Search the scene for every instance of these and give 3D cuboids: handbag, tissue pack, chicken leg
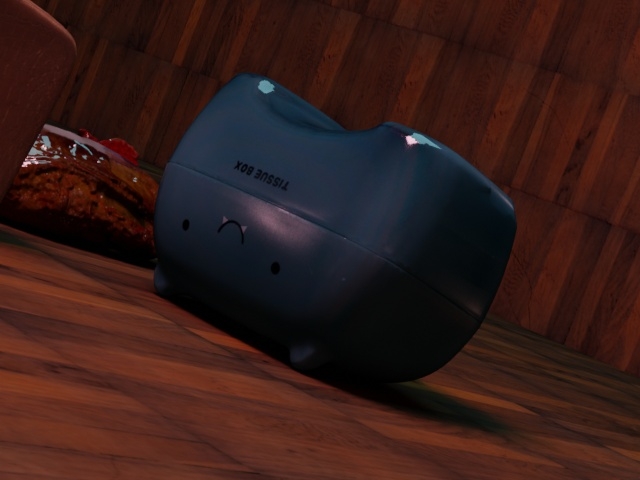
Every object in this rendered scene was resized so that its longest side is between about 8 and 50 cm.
[{"bbox_3d":[-0.279,-0.109,1.158,0.072,0.193,0.151,26,0,41],"label":"handbag"},{"bbox_3d":[0.000,0.000,1.238,0.287,0.206,0.198,26,-4,41],"label":"tissue pack"},{"bbox_3d":[-0.290,-0.071,1.381,0.407,0.096,0.158,19,1,-26],"label":"chicken leg"}]

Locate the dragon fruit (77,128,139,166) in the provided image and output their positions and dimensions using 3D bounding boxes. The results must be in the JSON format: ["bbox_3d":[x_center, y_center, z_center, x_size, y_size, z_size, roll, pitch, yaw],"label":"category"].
[{"bbox_3d":[-0.270,-0.045,1.558,0.092,0.122,0.192,-22,-15,26],"label":"dragon fruit"}]
